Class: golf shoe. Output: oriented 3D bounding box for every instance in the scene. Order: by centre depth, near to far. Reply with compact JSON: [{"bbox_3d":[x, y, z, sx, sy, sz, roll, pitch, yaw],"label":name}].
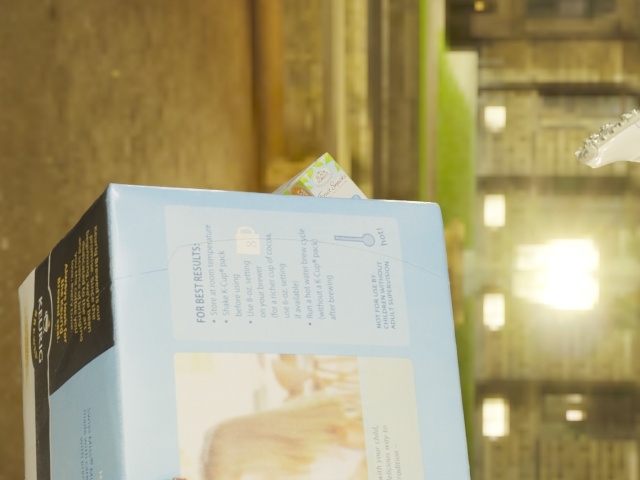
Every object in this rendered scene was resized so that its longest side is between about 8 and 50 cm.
[{"bbox_3d":[0.325,-0.092,1.677,0.086,0.176,0.069,66,-20,2],"label":"golf shoe"}]

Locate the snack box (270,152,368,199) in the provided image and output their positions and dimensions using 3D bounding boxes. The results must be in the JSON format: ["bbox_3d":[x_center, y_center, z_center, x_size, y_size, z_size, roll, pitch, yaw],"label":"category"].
[{"bbox_3d":[0.000,0.000,1.339,0.037,0.100,0.141,-46,-174,-27],"label":"snack box"}]

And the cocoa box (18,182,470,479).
[{"bbox_3d":[-0.052,0.163,1.119,0.228,0.231,0.347,141,-52,-60],"label":"cocoa box"}]
